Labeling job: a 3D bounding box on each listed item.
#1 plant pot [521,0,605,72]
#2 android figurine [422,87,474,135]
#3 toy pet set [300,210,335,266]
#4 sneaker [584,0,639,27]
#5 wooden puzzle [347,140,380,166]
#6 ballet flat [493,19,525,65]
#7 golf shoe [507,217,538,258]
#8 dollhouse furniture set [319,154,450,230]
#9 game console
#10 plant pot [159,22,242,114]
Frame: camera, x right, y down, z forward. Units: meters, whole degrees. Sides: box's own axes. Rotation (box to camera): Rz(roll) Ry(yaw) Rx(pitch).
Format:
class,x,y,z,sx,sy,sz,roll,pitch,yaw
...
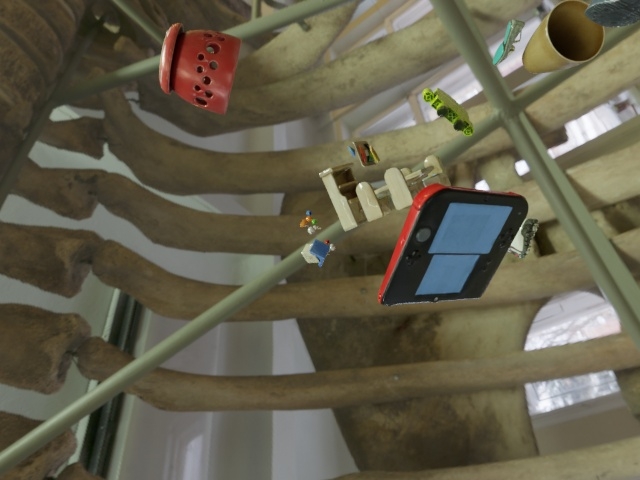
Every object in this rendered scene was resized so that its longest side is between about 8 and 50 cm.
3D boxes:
class,x,y,z,sx,sy,sz,roll,pitch,yaw
plant pot,0.915,-0.760,1.834,0.237,0.237,0.254,60,172,-2
android figurine,0.501,-0.510,1.831,0.248,0.056,0.272,35,-150,-11
toy pet set,0.000,0.000,1.205,0.122,0.065,0.114,56,-135,-34
sneaker,0.758,-0.606,1.104,0.112,0.131,0.319,26,-173,-6
wooden puzzle,0.116,-0.224,1.204,0.116,0.014,0.078,-32,-85,-52
ballet flat,0.766,-0.793,1.901,0.213,0.068,0.072,92,-176,-63
golf shoe,0.588,-0.010,1.437,0.105,0.120,0.273,-66,-19,-6
dollhouse furniture set,0.233,-0.231,1.823,0.362,0.394,0.256,-26,-88,-51
game console,0.354,0.023,1.225,0.387,0.341,0.060,2,-154,-31
plant pot,-0.298,-0.425,1.162,0.174,0.191,0.191,11,-135,-13
